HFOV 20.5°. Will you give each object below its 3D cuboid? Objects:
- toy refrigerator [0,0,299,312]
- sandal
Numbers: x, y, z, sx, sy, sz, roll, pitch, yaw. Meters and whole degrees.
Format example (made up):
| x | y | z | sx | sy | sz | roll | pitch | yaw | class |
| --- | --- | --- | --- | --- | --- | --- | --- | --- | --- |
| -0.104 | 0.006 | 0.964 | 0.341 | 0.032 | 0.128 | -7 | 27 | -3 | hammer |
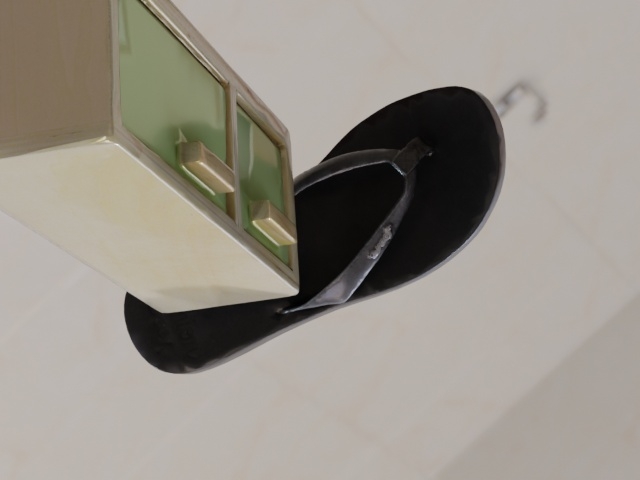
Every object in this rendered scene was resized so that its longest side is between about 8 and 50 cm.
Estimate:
| x | y | z | sx | sy | sz | roll | pitch | yaw | class |
| --- | --- | --- | --- | --- | --- | --- | --- | --- | --- |
| -0.088 | -0.048 | 0.892 | 0.269 | 0.094 | 0.102 | 46 | -142 | -67 | toy refrigerator |
| 0.000 | 0.001 | 1.032 | 0.097 | 0.254 | 0.054 | 57 | -174 | 12 | sandal |
